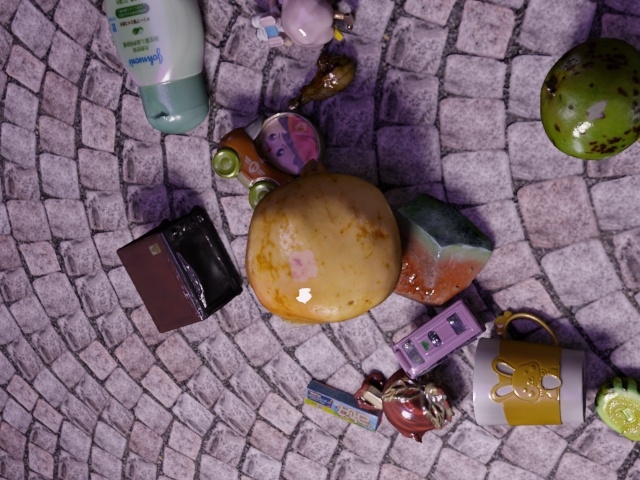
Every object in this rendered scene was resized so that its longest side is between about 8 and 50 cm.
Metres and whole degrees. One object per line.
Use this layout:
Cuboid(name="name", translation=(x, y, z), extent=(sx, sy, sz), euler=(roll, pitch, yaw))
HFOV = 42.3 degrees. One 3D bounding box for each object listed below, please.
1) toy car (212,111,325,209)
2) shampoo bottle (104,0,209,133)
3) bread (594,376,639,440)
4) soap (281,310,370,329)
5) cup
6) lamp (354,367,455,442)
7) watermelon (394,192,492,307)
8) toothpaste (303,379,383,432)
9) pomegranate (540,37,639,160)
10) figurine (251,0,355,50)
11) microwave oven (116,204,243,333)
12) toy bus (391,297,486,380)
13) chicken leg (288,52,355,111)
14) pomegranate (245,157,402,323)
Cuboid(name="toy car", translation=(-0.096, -0.186, 1.796), extent=(0.235, 0.145, 0.235), euler=(1, 96, 13))
Cuboid(name="shampoo bottle", translation=(-0.343, -0.405, 1.801), extent=(0.221, 0.151, 0.350), euler=(-3, 111, 26))
Cuboid(name="bread", translation=(0.627, 0.336, 1.672), extent=(0.139, 0.071, 0.130), euler=(15, 120, 19))
Cuboid(name="soap", translation=(0.000, 0.117, 1.897), extent=(0.232, 0.073, 0.140), euler=(-14, 103, 31))
Cuboid(name="cup", translation=(0.429, 0.266, 1.700), extent=(0.226, 0.185, 0.241), euler=(1, 81, 21))
Cuboid(name="lamp", translation=(0.190, 0.364, 1.862), extent=(0.215, 0.151, 0.223), euler=(38, 125, 13))
Cuboid(name="watermelon", translation=(0.225, 0.056, 1.745), extent=(0.192, 0.139, 0.257), euler=(37, 131, 18))
Cuboid(name="toothpaste", translation=(0.053, 0.410, 2.014), extent=(0.193, 0.044, 0.070), euler=(20, 118, 19))
Cuboid(name="pomegranate", translation=(0.498, -0.233, 1.434), extent=(0.263, 0.211, 0.211), euler=(17, 125, -20))
Cuboid(name="figurine", translation=(-0.047, -0.445, 1.663), extent=(0.228, 0.112, 0.137), euler=(1, 117, 37))
Cuboid(name="microwave oven", translation=(-0.326, 0.069, 1.980), extent=(0.188, 0.178, 0.248), euler=(-21, 101, 32))
Cuboid(name="toy bus", translation=(0.248, 0.211, 1.757), extent=(0.198, 0.108, 0.096), euler=(-36, 77, 10))
Cuboid(name="chicken leg", translation=(-0.004, -0.328, 1.717), extent=(0.178, 0.070, 0.093), euler=(-33, 77, 39))
Cuboid(name="pomegranate", translation=(0.000, 0.000, 1.657), extent=(0.342, 0.342, 0.343), euler=(11, 116, 23))
